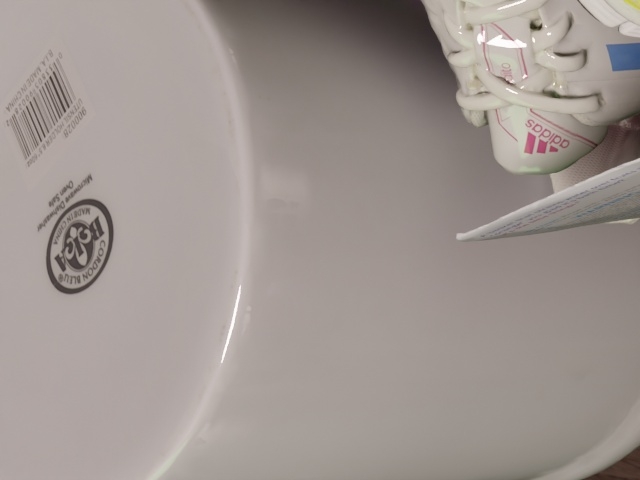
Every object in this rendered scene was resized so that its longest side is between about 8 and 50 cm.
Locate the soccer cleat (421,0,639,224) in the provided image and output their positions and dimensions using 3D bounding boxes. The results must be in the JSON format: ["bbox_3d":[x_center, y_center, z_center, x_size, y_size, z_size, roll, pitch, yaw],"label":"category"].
[{"bbox_3d":[0.098,-0.117,0.717,0.116,0.143,0.331,3,157,34],"label":"soccer cleat"}]

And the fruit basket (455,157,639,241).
[{"bbox_3d":[0.284,-0.070,0.679,0.353,0.165,0.327,0,165,-39],"label":"fruit basket"}]

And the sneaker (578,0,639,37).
[{"bbox_3d":[0.096,-0.159,0.568,0.208,0.081,0.094,40,171,-21],"label":"sneaker"}]

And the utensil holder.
[{"bbox_3d":[0.000,0.000,0.932,0.385,0.327,0.327,2,-171,-45],"label":"utensil holder"}]
